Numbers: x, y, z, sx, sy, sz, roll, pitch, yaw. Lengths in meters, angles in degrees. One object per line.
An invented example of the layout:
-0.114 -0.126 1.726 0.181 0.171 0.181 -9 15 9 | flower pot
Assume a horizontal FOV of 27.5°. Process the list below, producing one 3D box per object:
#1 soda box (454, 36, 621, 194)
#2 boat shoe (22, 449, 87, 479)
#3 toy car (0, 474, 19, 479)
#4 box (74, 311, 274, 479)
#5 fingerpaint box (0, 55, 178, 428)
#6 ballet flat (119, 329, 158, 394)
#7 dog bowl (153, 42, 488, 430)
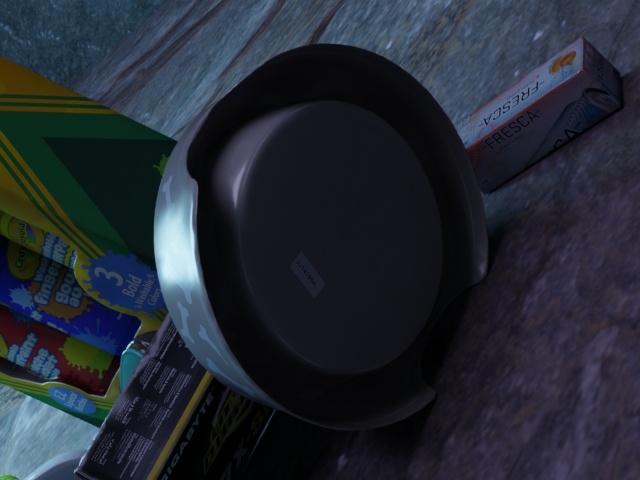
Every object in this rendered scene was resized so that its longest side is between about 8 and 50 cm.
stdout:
0.214 -0.123 1.325 0.183 0.063 0.058 -34 29 36 | soda box
-0.367 0.392 1.576 0.367 0.136 0.156 -60 19 5 | boat shoe
-0.488 0.357 1.749 0.149 0.188 0.155 -55 23 -7 | toy car
-0.108 0.146 1.320 0.322 0.079 0.257 -61 -15 -22 | box
-0.319 0.024 1.534 0.445 0.371 0.163 -54 12 54 | fingerpaint box
-0.181 0.214 1.447 0.096 0.095 0.280 -25 -38 -47 | ballet flat
0.000 0.000 1.198 0.102 0.349 0.348 -10 46 50 | dog bowl
